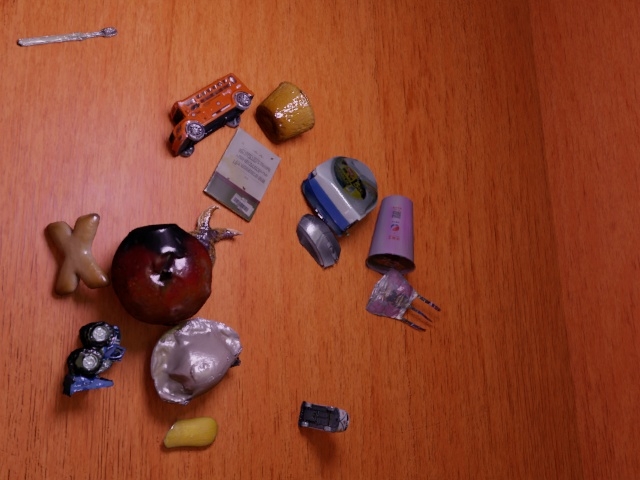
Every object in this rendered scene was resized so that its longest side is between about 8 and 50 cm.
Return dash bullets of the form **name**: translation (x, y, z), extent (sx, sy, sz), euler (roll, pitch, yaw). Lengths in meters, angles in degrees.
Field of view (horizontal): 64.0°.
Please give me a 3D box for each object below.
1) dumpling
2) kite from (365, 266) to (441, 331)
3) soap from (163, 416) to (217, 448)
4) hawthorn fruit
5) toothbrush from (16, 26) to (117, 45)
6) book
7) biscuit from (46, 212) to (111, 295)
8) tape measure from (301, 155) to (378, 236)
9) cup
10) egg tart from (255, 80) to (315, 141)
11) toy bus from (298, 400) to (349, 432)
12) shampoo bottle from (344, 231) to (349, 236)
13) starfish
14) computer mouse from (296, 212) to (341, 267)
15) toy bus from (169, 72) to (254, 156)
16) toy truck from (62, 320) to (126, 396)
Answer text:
- **dumpling**: translation (-0.378, 0.363, 1.543), extent (0.205, 0.163, 0.293), euler (38, 56, 17)
- **kite**: translation (0.349, 0.257, 2.080), extent (0.361, 0.022, 0.204), euler (29, 95, -28)
- **soap**: translation (-0.390, 0.576, 1.542), extent (0.169, 0.033, 0.089), euler (13, 71, -32)
- **hawthorn fruit**: translation (-0.447, 0.088, 1.452), extent (0.316, 0.316, 0.315), euler (8, 76, -33)
- **toothbrush**: translation (-0.757, -0.615, 1.548), extent (0.295, 0.028, 0.026), euler (-24, 93, -31)
- **book**: translation (-0.268, -0.234, 1.802), extent (0.201, 0.026, 0.289), euler (36, 62, -24)
- **biscuit**: translation (-0.668, 0.038, 1.403), extent (0.047, 0.165, 0.207), euler (18, 60, -77)
- **tape measure**: translation (0.096, -0.188, 1.942), extent (0.262, 0.138, 0.259), euler (-35, 89, -43)
- **cup**: translation (0.296, -0.027, 2.065), extent (0.203, 0.203, 0.288), euler (25, 61, -28)
- **egg tart**: translation (-0.133, -0.455, 1.847), extent (0.147, 0.203, 0.202), euler (-39, 103, -25)
- **toy bus**: translation (0.015, 0.597, 1.724), extent (0.089, 0.194, 0.087), euler (25, 66, -38)
- **shampoo bottle**: translation (0.091, -0.085, 2.015), extent (0.049, 0.034, 0.140), euler (-14, 89, -45)
- **starfish**: translation (-0.369, -0.002, 1.665), extent (0.216, 0.071, 0.237), euler (11, 84, -38)
- **computer mouse**: translation (0.003, -0.002, 1.913), extent (0.126, 0.071, 0.231), euler (-45, 107, -32)
- **toy bus**: translation (-0.380, -0.418, 1.700), extent (0.153, 0.143, 0.329), euler (49, 58, -5)
- **toy truck**: translation (-0.612, 0.328, 1.393), extent (0.126, 0.113, 0.208), euler (29, 66, -28)
